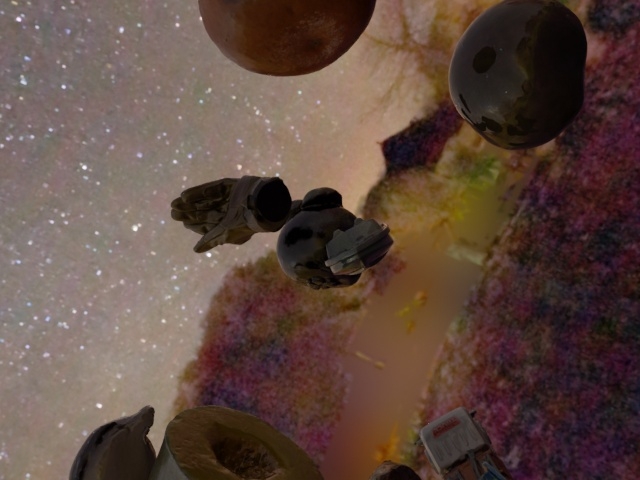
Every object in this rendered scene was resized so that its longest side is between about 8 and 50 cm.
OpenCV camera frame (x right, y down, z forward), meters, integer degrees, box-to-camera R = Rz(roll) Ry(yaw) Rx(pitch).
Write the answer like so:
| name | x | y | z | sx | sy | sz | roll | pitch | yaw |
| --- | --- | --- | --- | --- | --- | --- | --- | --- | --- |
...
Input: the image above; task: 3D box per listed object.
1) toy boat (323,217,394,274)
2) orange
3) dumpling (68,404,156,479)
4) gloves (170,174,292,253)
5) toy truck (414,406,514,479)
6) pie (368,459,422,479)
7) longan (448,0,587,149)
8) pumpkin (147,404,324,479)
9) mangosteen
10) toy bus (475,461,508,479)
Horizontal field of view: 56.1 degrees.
| name | x | y | z | sx | sy | sz | roll | pitch | yaw |
| --- | --- | --- | --- | --- | --- | --- | --- | --- | --- |
| toy boat | 0.071 | 0.011 | 1.145 | 0.141 | 0.092 | 0.319 | -29 | 1 | 4 |
| orange | -0.041 | -0.307 | 0.741 | 0.224 | 0.223 | 0.170 | 90 | 160 | -71 |
| dumpling | -0.455 | 0.478 | 1.279 | 0.204 | 0.163 | 0.293 | 5 | 64 | 54 |
| gloves | -0.197 | -0.063 | 1.326 | 0.141 | 0.331 | 0.154 | -27 | -76 | -43 |
| toy truck | 0.377 | 0.581 | 1.393 | 0.173 | 0.388 | 0.207 | -31 | -37 | 2 |
| pie | 0.072 | 0.495 | 0.991 | 0.308 | 0.085 | 0.308 | -42 | -31 | -32 |
| longan | 0.285 | -0.238 | 0.868 | 0.198 | 0.197 | 0.213 | -24 | -85 | -79 |
| pumpkin | -0.169 | 0.490 | 1.144 | 0.332 | 0.332 | 0.199 | -21 | -45 | -79 |
| mangosteen | 0.000 | 0.000 | 1.426 | 0.243 | 0.242 | 0.243 | 24 | -90 | -82 |
| toy bus | 0.259 | 0.444 | 0.750 | 0.190 | 0.152 | 0.312 | -37 | 16 | -10 |
